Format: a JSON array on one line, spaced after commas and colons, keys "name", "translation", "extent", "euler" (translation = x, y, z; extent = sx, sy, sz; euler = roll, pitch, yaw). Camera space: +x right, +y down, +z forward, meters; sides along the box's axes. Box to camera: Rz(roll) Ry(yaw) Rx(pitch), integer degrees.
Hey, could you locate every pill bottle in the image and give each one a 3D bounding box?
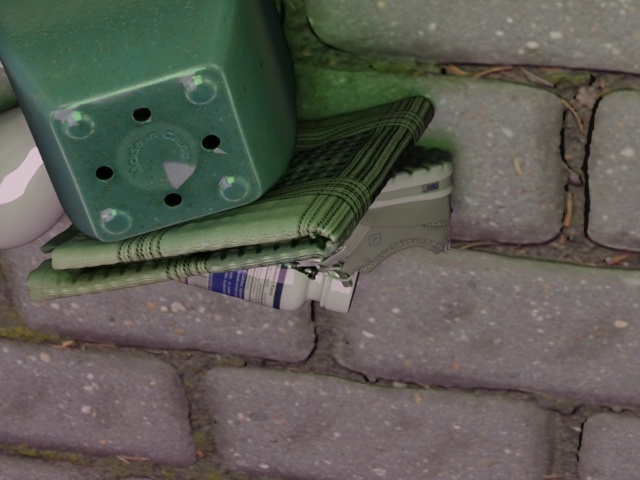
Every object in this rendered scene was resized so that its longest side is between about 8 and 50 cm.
[{"name": "pill bottle", "translation": [-0.051, 0.010, 1.827], "extent": [0.186, 0.112, 0.112], "euler": [15, 136, 3]}]

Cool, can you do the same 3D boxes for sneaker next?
[{"name": "sneaker", "translation": [0.000, 0.000, 1.721], "extent": [0.281, 0.105, 0.115], "euler": [-13, 109, -5]}]

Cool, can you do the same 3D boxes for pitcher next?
[{"name": "pitcher", "translation": [-0.312, -0.093, 1.804], "extent": [0.177, 0.125, 0.207], "euler": [30, 128, -23]}]

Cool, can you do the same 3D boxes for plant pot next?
[{"name": "plant pot", "translation": [-0.152, -0.141, 1.560], "extent": [0.247, 0.252, 0.248], "euler": [-15, 129, 2]}]

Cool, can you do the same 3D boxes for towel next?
[{"name": "towel", "translation": [-0.083, -0.048, 1.654], "extent": [0.324, 0.312, 0.056], "euler": [-10, 112, 26]}]
